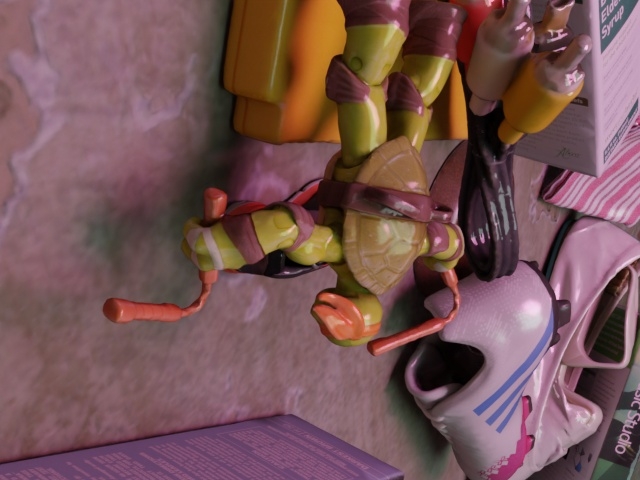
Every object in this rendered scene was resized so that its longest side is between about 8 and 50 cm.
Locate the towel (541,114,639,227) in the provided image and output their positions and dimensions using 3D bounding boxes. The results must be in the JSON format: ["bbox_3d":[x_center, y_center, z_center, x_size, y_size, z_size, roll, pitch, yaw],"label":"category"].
[{"bbox_3d":[0.371,-0.076,0.985,0.197,0.029,0.144,12,133,-38],"label":"towel"}]

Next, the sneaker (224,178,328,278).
[{"bbox_3d":[0.000,0.000,0.551,0.158,0.065,0.061,-19,122,-50],"label":"sneaker"}]

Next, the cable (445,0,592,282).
[{"bbox_3d":[0.109,-0.079,0.583,0.072,0.139,0.287,-22,150,-19],"label":"cable"}]

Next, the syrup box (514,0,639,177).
[{"bbox_3d":[0.179,-0.166,0.610,0.093,0.096,0.237,-53,145,-23],"label":"syrup box"}]

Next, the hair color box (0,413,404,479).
[{"bbox_3d":[-0.106,0.221,0.470,0.374,0.114,0.185,9,100,-57],"label":"hair color box"}]

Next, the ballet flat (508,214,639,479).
[{"bbox_3d":[0.314,0.164,1.056,0.139,0.139,0.400,23,88,-58],"label":"ballet flat"}]

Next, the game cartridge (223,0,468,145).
[{"bbox_3d":[0.069,-0.209,0.562,0.324,0.053,0.285,-9,115,-52],"label":"game cartridge"}]

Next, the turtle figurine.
[{"bbox_3d":[0.019,-0.032,0.451,0.269,0.087,0.217,5,95,-43],"label":"turtle figurine"}]

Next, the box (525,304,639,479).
[{"bbox_3d":[0.379,0.245,1.156,0.232,0.058,0.322,-121,-131,-85],"label":"box"}]

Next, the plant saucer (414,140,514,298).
[{"bbox_3d":[0.146,-0.017,0.797,0.168,0.029,0.168,-32,132,-45],"label":"plant saucer"}]

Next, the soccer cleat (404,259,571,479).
[{"bbox_3d":[0.143,0.149,0.833,0.143,0.116,0.331,-16,136,-16],"label":"soccer cleat"}]
